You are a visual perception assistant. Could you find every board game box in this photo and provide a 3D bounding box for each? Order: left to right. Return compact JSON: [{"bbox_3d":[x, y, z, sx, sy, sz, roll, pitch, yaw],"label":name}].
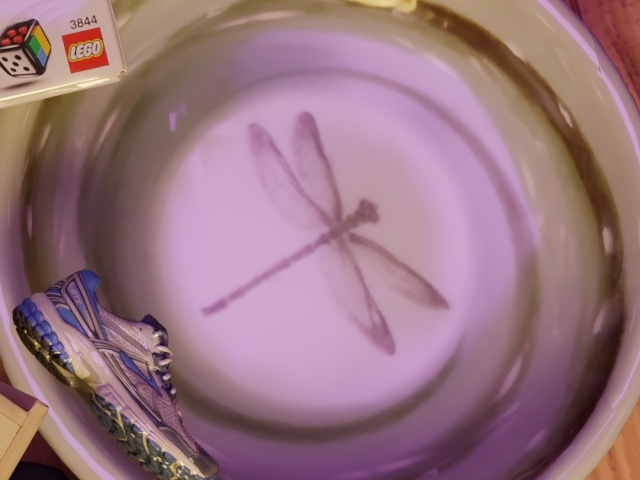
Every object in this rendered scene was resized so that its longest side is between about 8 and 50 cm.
[{"bbox_3d":[-0.254,-0.080,0.836,0.305,0.193,0.053,-14,105,-9],"label":"board game box"}]

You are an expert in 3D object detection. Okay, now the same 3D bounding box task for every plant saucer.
[{"bbox_3d":[0.000,0.000,1.008,0.400,0.100,0.400,3,76,-12],"label":"plant saucer"}]

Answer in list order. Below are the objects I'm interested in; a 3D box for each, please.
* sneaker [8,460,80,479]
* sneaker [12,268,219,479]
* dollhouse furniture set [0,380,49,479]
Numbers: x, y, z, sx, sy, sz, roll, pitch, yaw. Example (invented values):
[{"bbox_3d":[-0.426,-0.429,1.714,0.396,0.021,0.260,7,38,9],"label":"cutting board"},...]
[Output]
[{"bbox_3d":[-0.163,0.170,0.941,0.286,0.109,0.130,38,53,2],"label":"sneaker"},{"bbox_3d":[-0.094,0.068,0.894,0.058,0.052,0.135,-42,88,-21],"label":"sneaker"},{"bbox_3d":[-0.340,0.093,0.811,0.303,0.198,0.286,19,73,34],"label":"dollhouse furniture set"}]
